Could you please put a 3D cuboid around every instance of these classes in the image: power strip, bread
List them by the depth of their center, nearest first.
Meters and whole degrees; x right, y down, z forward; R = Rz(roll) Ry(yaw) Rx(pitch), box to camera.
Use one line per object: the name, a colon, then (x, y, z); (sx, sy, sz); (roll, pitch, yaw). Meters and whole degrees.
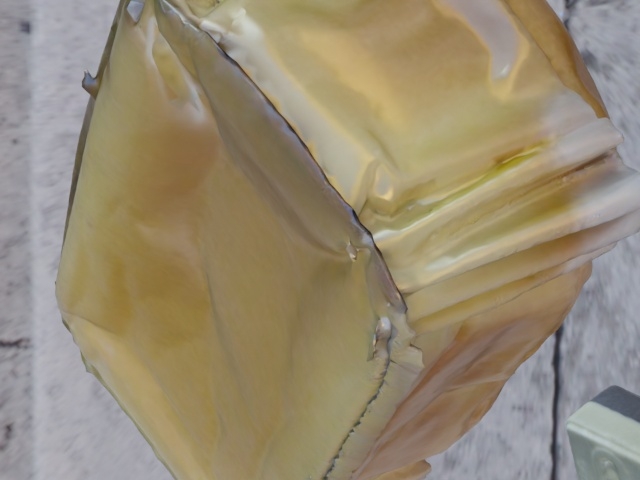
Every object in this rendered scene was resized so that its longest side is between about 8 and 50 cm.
bread: (0.000, 0.000, 0.566); (0.107, 0.241, 0.136); (-30, 74, -24)
power strip: (0.296, 0.200, 1.414); (0.070, 0.257, 0.105); (-35, 125, -27)
